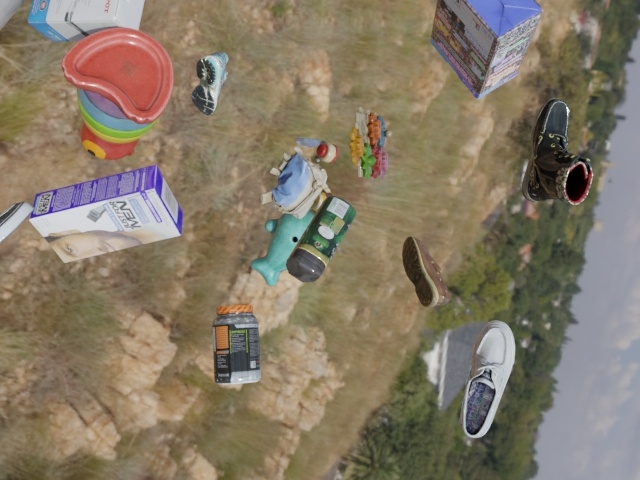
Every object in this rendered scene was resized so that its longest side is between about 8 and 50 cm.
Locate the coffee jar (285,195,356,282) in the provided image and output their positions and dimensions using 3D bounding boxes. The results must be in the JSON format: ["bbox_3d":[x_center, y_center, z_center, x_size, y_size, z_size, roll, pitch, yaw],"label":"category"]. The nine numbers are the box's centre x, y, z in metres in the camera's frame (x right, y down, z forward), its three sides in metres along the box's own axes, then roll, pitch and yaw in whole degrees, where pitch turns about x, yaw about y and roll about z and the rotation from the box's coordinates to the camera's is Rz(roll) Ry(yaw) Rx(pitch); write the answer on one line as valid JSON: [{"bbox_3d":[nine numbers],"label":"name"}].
[{"bbox_3d":[0.000,0.000,1.362,0.184,0.079,0.096,-59,-174,-24],"label":"coffee jar"}]

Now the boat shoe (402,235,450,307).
[{"bbox_3d":[0.231,0.069,1.411,0.064,0.060,0.178,-57,-139,43],"label":"boat shoe"}]

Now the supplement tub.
[{"bbox_3d":[-0.210,0.259,1.600,0.117,0.117,0.190,20,65,-68],"label":"supplement tub"}]

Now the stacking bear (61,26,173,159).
[{"bbox_3d":[-0.381,-0.247,1.200,0.289,0.175,0.164,-39,-158,58],"label":"stacking bear"}]

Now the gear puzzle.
[{"bbox_3d":[0.127,-0.241,1.590,0.339,0.044,0.175,-18,107,-71],"label":"gear puzzle"}]

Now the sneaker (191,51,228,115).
[{"bbox_3d":[-0.399,-0.587,2.411,0.122,0.110,0.283,-47,172,-36],"label":"sneaker"}]

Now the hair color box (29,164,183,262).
[{"bbox_3d":[-0.560,-0.067,1.699,0.185,0.339,0.110,71,9,-47],"label":"hair color box"}]

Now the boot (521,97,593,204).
[{"bbox_3d":[0.525,-0.191,1.381,0.178,0.085,0.236,-138,-122,-76],"label":"boot"}]

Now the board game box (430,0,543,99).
[{"bbox_3d":[0.424,-0.559,1.686,0.141,0.232,0.291,-32,164,-6],"label":"board game box"}]

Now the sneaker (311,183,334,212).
[{"bbox_3d":[-0.006,-0.132,1.754,0.084,0.070,0.185,36,30,-36],"label":"sneaker"}]

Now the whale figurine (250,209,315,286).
[{"bbox_3d":[-0.097,0.023,1.930,0.272,0.216,0.141,-42,178,12],"label":"whale figurine"}]

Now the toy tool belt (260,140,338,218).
[{"bbox_3d":[-0.022,-0.065,0.630,0.051,0.052,0.083,18,111,-39],"label":"toy tool belt"}]

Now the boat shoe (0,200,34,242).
[{"bbox_3d":[-0.806,-0.003,1.463,0.306,0.113,0.105,-42,107,-13],"label":"boat shoe"}]

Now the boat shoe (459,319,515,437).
[{"bbox_3d":[0.251,0.212,0.981,0.184,0.066,0.063,-68,164,-2],"label":"boat shoe"}]

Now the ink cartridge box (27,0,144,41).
[{"bbox_3d":[-0.437,-0.456,1.212,0.082,0.191,0.139,44,53,-71],"label":"ink cartridge box"}]

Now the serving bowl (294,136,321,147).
[{"bbox_3d":[-0.040,-0.302,1.978,0.083,0.083,0.027,-17,114,-65],"label":"serving bowl"}]

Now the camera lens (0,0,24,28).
[{"bbox_3d":[-0.600,-0.436,1.032,0.219,0.220,0.274,78,16,-47],"label":"camera lens"}]
